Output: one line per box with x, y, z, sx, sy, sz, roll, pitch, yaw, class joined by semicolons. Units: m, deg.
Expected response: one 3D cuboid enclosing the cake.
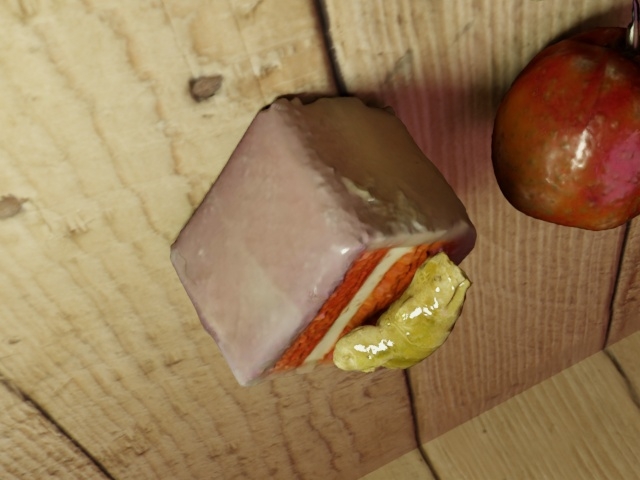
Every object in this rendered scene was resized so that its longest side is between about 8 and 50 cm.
0.000;0.000;1.675;0.237;0.230;0.309;-9;149;-41;cake

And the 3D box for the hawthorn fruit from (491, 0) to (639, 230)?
0.344;-0.169;1.756;0.254;0.254;0.300;-16;130;-28;hawthorn fruit

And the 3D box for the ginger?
0.113;0.097;1.624;0.115;0.081;0.205;32;127;-27;ginger
